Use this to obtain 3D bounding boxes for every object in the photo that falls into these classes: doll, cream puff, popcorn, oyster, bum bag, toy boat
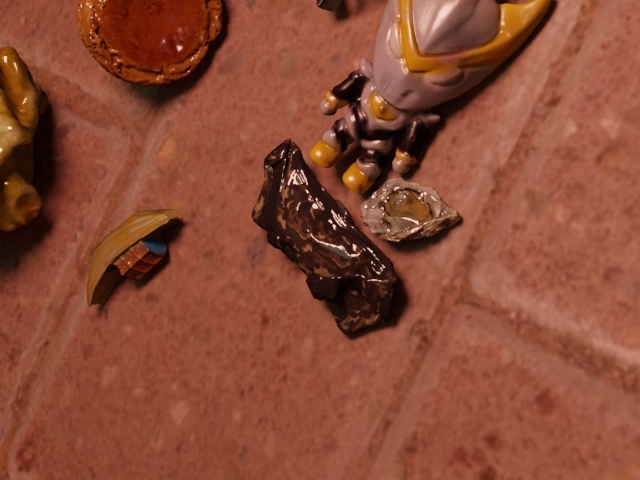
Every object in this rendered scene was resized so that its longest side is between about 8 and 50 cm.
[{"bbox_3d":[0.105,-0.199,1.366,0.145,0.103,0.316,47,112,27],"label":"doll"},{"bbox_3d":[-0.231,-0.301,1.591,0.183,0.183,0.169,-62,31,7],"label":"cream puff"},{"bbox_3d":[-0.499,-0.136,1.637,0.312,0.312,0.312,-8,76,32],"label":"popcorn"},{"bbox_3d":[0.096,-0.032,1.382,0.098,0.037,0.100,-30,42,5],"label":"oyster"},{"bbox_3d":[0.000,0.001,1.410,0.248,0.069,0.102,54,139,27],"label":"bum bag"},{"bbox_3d":[-0.242,0.019,1.573,0.172,0.065,0.066,-42,80,22],"label":"toy boat"}]

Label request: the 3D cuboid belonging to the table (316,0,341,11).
[{"bbox_3d":[0.056,-0.367,1.429,0.175,0.063,0.146,131,144,-56],"label":"table"}]
